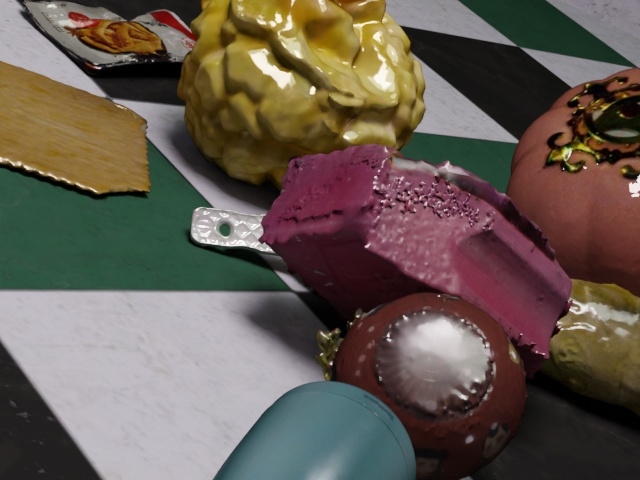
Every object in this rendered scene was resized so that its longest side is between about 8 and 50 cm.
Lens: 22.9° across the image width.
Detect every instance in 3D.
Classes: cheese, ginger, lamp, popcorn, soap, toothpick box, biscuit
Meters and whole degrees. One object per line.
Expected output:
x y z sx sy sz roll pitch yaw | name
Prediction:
0.000 0.000 1.500 0.251 0.054 0.127 8 67 -13 | cheese
0.308 0.114 1.543 0.263 0.109 0.116 27 19 -1 | ginger
0.362 -0.048 1.777 0.305 0.239 0.305 -12 43 12 | lamp
-0.003 -0.140 1.644 0.332 0.225 0.265 51 38 2 | popcorn
0.104 0.031 1.395 0.182 0.112 0.289 -1 -32 44 | soap
-0.015 0.179 1.053 0.120 0.120 0.184 30 26 8 | toothpick box
-0.277 -0.116 1.536 0.237 0.013 0.232 18 24 -17 | biscuit
0.086 0.122 1.274 0.156 0.135 0.157 -17 63 -10 | lamp

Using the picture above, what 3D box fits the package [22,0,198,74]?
-0.216 -0.235 1.829 0.154 0.030 0.239 39 27 32 | package
